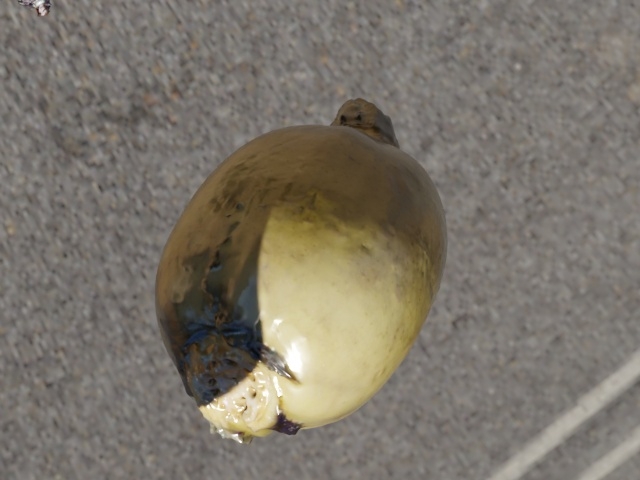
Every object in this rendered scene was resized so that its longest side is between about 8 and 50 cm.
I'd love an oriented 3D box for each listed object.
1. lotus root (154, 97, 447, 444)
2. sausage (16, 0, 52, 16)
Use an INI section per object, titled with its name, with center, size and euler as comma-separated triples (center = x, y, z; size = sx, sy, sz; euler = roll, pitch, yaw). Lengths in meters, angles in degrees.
[lotus root]
center = 0.000, 0.000, 1.019
size = 0.310, 0.182, 0.183
euler = -60, 170, -48
[sausage]
center = -0.189, -0.211, 0.781
size = 0.028, 0.025, 0.198
euler = -17, 114, 16
